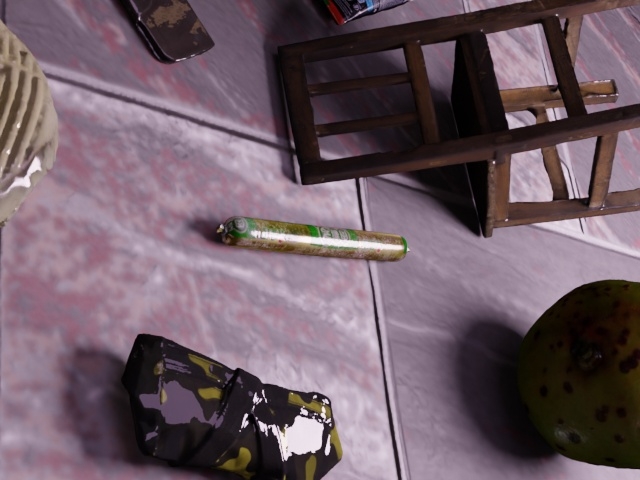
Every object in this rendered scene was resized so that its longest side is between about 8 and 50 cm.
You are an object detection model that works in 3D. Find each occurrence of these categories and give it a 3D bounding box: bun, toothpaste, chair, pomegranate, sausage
[{"bbox_3d":[-0.316,-0.083,0.806,0.220,0.134,0.220,16,58,-28],"label":"bun"},{"bbox_3d":[0.065,-0.318,1.372,0.193,0.045,0.071,-25,77,-42],"label":"toothpaste"},{"bbox_3d":[0.180,-0.132,1.281,0.240,0.416,0.203,74,6,-67],"label":"chair"},{"bbox_3d":[0.367,0.144,1.240,0.286,0.231,0.231,-11,74,-45],"label":"pomegranate"},{"bbox_3d":[0.000,0.000,1.125,0.269,0.033,0.033,6,63,-41],"label":"sausage"}]

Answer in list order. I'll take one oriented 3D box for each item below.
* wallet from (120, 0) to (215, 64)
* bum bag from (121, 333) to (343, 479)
[{"bbox_3d":[-0.176,-0.256,1.122,0.082,0.018,0.156,-33,92,-48],"label":"wallet"},{"bbox_3d":[-0.072,0.161,0.945,0.232,0.060,0.106,25,60,-29],"label":"bum bag"}]
